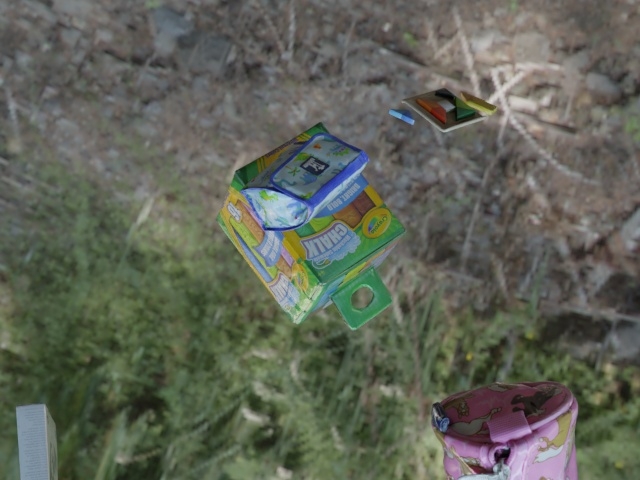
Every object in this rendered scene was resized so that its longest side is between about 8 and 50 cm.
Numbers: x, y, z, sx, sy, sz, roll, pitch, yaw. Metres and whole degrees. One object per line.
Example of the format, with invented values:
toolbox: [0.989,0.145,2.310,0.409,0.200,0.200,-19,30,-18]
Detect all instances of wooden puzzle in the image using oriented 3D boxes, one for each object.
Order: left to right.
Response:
wooden puzzle: [0.135,-0.145,1.261,0.078,0.116,0.014,33,130,28]

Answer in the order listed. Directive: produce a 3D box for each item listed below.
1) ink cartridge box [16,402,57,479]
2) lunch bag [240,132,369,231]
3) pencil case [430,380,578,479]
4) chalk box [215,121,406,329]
ink cartridge box: [-0.401,0.360,1.664,0.045,0.224,0.223,-3,164,-10]
lunch bag: [-0.019,-0.081,1.637,0.151,0.129,0.096,2,130,53]
pencil case: [0.215,0.345,1.232,0.167,0.386,0.160,-16,-167,-32]
chalk box: [0.000,0.000,1.823,0.289,0.180,0.179,51,153,11]
